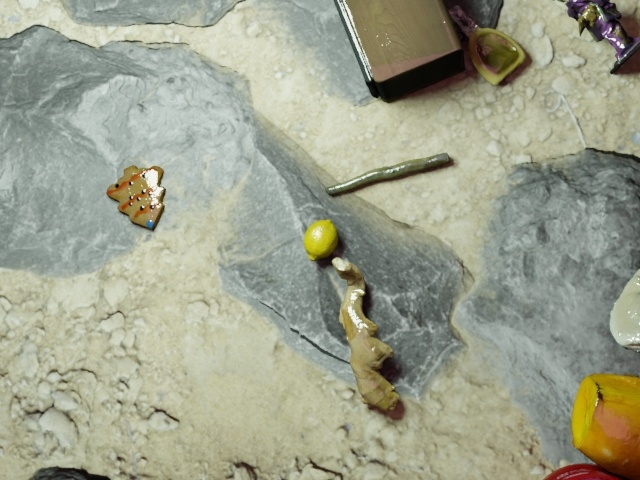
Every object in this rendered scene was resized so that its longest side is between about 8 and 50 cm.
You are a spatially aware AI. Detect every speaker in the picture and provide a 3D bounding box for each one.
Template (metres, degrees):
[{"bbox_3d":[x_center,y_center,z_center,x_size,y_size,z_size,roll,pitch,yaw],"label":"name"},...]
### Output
[{"bbox_3d":[0.139,-0.392,1.709,0.193,0.153,0.230,-23,81,7],"label":"speaker"}]

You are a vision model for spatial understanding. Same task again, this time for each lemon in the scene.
[{"bbox_3d":[0.000,0.000,1.739,0.062,0.062,0.083,27,93,11],"label":"lemon"}]

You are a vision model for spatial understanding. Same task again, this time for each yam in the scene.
[{"bbox_3d":[0.120,-0.123,1.748,0.234,0.029,0.027,-15,93,8],"label":"yam"}]

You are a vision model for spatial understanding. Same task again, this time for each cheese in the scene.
[{"bbox_3d":[0.292,-0.363,1.740,0.086,0.036,0.162,-41,80,2],"label":"cheese"}]

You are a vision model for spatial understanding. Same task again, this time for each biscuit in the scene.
[{"bbox_3d":[-0.341,-0.082,1.825,0.119,0.019,0.130,-26,81,6],"label":"biscuit"}]

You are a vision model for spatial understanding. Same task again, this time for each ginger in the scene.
[{"bbox_3d":[0.079,0.166,1.706,0.089,0.075,0.288,-14,87,32],"label":"ginger"}]

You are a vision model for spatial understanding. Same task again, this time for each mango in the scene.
[{"bbox_3d":[0.546,0.316,1.569,0.257,0.187,0.138,19,117,2],"label":"mango"}]

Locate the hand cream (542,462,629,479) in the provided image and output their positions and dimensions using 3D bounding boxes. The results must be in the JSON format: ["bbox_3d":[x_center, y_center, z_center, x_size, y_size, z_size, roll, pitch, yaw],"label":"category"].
[{"bbox_3d":[0.446,0.484,1.576,0.230,0.149,0.230,-1,83,12],"label":"hand cream"}]

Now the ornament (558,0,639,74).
[{"bbox_3d":[0.481,-0.391,1.692,0.088,0.081,0.203,-45,77,1],"label":"ornament"}]

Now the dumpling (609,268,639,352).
[{"bbox_3d":[0.630,0.098,1.590,0.243,0.175,0.226,12,57,-3],"label":"dumpling"}]
